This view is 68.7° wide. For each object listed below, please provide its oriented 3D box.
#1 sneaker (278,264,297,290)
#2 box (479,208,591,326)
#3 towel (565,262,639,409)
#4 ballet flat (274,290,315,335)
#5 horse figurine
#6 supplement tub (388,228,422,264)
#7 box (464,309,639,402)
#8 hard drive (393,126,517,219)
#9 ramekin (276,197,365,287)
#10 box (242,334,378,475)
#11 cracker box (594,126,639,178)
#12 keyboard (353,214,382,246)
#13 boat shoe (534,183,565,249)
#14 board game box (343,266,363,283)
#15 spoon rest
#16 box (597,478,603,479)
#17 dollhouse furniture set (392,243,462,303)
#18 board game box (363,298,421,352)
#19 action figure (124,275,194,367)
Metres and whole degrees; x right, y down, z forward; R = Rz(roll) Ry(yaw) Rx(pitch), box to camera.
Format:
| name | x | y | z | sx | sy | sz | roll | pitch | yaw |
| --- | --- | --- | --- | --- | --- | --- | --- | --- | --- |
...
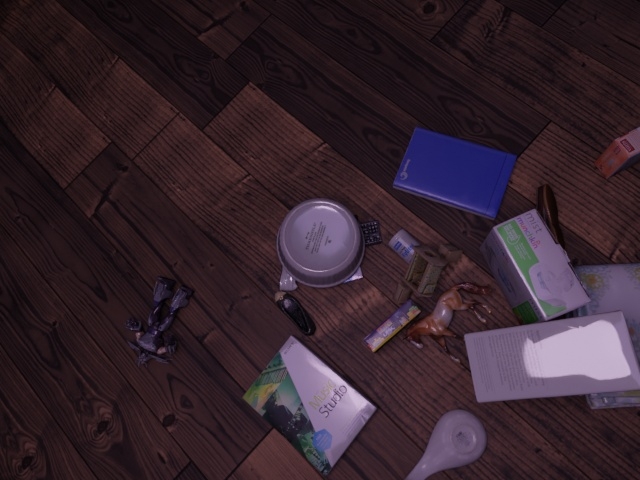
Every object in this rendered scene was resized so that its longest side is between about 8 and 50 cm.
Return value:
| name | x | y | z | sx | sy | sz | roll | pitch | yaw |
| --- | --- | --- | --- | --- | --- | --- | --- | --- | --- |
| sneaker | -0.093 | 0.084 | 1.458 | 0.061 | 0.054 | 0.152 | 6 | 78 | -5 |
| box | 0.555 | 0.082 | 1.241 | 0.126 | 0.231 | 0.262 | -24 | 73 | 3 |
| towel | 0.828 | 0.244 | 1.226 | 0.320 | 0.090 | 0.375 | -2 | 75 | 7 |
| ballet flat | -0.076 | 0.215 | 1.415 | 0.057 | 0.049 | 0.173 | -44 | 72 | -4 |
| horse figurine | 0.373 | 0.217 | 1.326 | 0.174 | 0.066 | 0.263 | 33 | 86 | 11 |
| supplement tub | 0.262 | 0.026 | 1.393 | 0.071 | 0.071 | 0.107 | -45 | 73 | -3 |
| box | 0.561 | 0.285 | 1.135 | 0.345 | 0.215 | 0.168 | -16 | 71 | 29 |
| hard drive | 0.411 | -0.211 | 1.443 | 0.318 | 0.040 | 0.210 | 20 | 80 | 15 |
| ramekin | 0.000 | 0.000 | 1.378 | 0.272 | 0.127 | 0.273 | 0 | 77 | 1 |
| box | -0.032 | 0.461 | 1.338 | 0.322 | 0.058 | 0.232 | 37 | 84 | 18 |
| cracker box | 0.913 | -0.277 | 1.309 | 0.232 | 0.156 | 0.067 | -28 | 72 | 2 |
| keyboard | 0.094 | -0.026 | 1.462 | 0.180 | 0.023 | 0.108 | -11 | 73 | 6 |
| boat shoe | 0.642 | -0.061 | 1.347 | 0.073 | 0.073 | 0.207 | -21 | 60 | 46 |
| board game box | 0.077 | 0.084 | 1.437 | 0.090 | 0.020 | 0.090 | -16 | 74 | 5 |
| spoon rest | 0.324 | 0.568 | 1.245 | 0.276 | 0.084 | 0.137 | -36 | 73 | -14 |
| box | 0.667 | 0.670 | 1.171 | 0.137 | 0.027 | 0.094 | -23 | 72 | 4 |
| dollhouse furniture set | 0.323 | 0.114 | 1.338 | 0.101 | 0.160 | 0.182 | 47 | 131 | 46 |
| board game box | 0.200 | 0.242 | 1.310 | 0.170 | 0.141 | 0.048 | -40 | 73 | -2 |
| action figure | -0.509 | 0.261 | 1.459 | 0.185 | 0.099 | 0.285 | 22 | 84 | 6 |
